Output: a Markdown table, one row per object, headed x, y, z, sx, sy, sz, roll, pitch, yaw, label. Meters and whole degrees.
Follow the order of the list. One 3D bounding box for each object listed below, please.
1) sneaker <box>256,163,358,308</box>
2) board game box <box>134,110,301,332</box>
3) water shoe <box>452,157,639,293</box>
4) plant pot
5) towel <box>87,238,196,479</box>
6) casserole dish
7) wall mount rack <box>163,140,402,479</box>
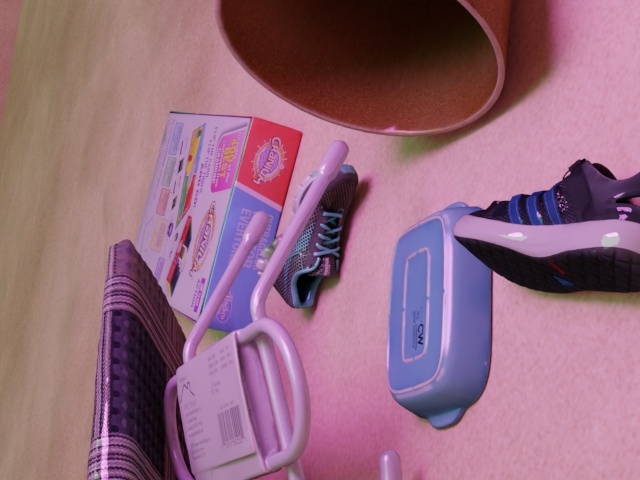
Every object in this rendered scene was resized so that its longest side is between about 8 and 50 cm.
| x | y | z | sx | sy | sz | roll | pitch | yaw | label |
| --- | --- | --- | --- | --- | --- | --- | --- | --- | --- |
| 0.000 | 0.000 | 1.157 | 0.076 | 0.065 | 0.166 | 58 | 134 | 36 | sneaker |
| -0.140 | -0.032 | 1.441 | 0.316 | 0.064 | 0.242 | 18 | 93 | 65 | board game box |
| 0.172 | -0.011 | 0.799 | 0.080 | 0.073 | 0.203 | -58 | 26 | -14 | water shoe |
| 0.065 | -0.257 | 0.984 | 0.237 | 0.237 | 0.254 | -28 | 38 | 58 | plant pot |
| -0.172 | 0.208 | 1.193 | 0.324 | 0.056 | 0.312 | 73 | -170 | -55 | towel |
| 0.090 | 0.055 | 0.949 | 0.114 | 0.037 | 0.188 | -32 | 50 | 57 | casserole dish |
| -0.043 | 0.094 | 1.025 | 0.350 | 0.131 | 0.304 | 145 | 117 | -62 | wall mount rack |
